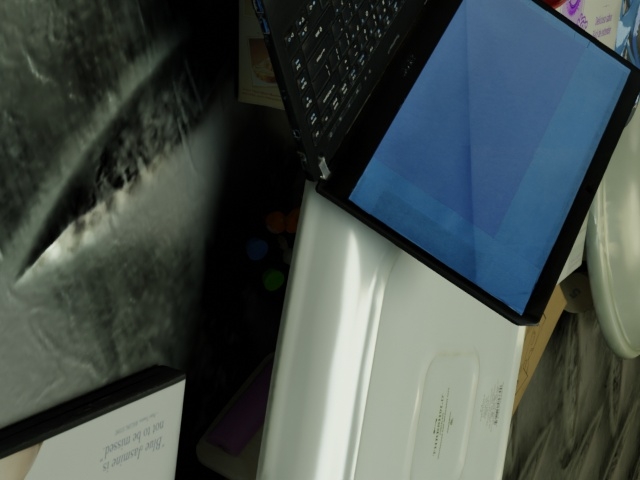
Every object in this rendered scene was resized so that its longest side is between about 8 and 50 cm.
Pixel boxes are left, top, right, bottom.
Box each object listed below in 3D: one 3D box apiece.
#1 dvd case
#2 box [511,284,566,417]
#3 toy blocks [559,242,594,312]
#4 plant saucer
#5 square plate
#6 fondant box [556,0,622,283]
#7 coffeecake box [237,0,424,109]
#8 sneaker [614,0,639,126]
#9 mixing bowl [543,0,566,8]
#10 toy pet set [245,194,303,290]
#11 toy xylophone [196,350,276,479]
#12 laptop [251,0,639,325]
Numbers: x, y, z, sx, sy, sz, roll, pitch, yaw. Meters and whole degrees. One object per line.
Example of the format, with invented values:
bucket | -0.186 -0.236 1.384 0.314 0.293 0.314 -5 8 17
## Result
dvd case | -0.143 0.210 0.713 0.180 0.022 0.253 -18 119 -63
box | 0.219 0.129 1.433 0.201 0.021 0.164 -64 155 -12
toy blocks | 0.360 0.031 1.683 0.148 0.054 0.123 -6 107 -65
plant saucer | 0.430 -0.046 1.639 0.400 0.100 0.400 -1 90 -65
square plate | 0.067 0.119 0.888 0.344 0.049 0.347 9 90 -60
fondant box | 0.195 -0.112 1.199 0.238 0.096 0.330 -26 124 -60
coffeecake box | 0.012 -0.187 0.791 0.142 0.068 0.185 -36 133 -55
sneaker | 0.325 -0.230 1.460 0.082 0.069 0.209 6 90 -35
mixing bowl | 0.139 -0.272 0.979 0.181 0.098 0.181 -27 123 -53
toy pet set | 0.000 0.000 0.900 0.114 0.065 0.122 -35 133 -11
toy xylophone | -0.026 0.249 0.913 0.236 0.081 0.322 -43 139 -52
laptop | 0.089 -0.127 0.737 0.234 0.136 0.264 -60 150 -33
